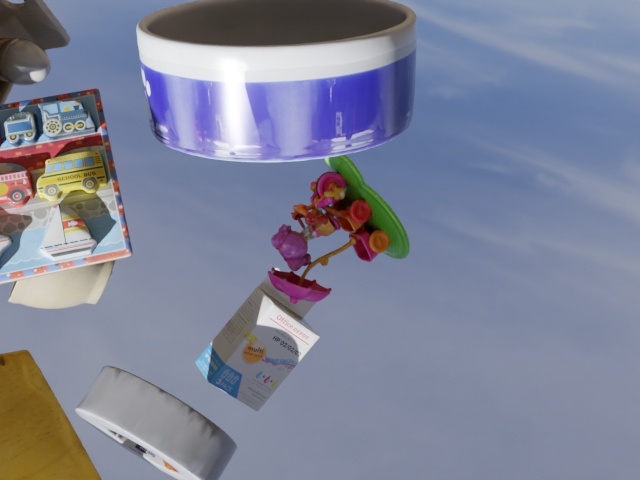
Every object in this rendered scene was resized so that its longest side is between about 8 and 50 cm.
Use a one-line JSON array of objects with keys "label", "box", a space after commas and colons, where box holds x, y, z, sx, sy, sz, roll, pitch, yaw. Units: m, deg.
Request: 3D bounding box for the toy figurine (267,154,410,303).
[{"label": "toy figurine", "box": [0.000, 0.000, 1.160, 0.159, 0.173, 0.130, -39, -157, -18]}]

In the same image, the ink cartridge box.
[{"label": "ink cartridge box", "box": [-0.078, 0.141, 1.345, 0.104, 0.181, 0.061, 38, -178, -36]}]

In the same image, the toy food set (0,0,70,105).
[{"label": "toy food set", "box": [-0.363, -0.138, 0.916, 0.092, 0.219, 0.306, 10, -112, 19]}]

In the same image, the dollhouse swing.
[{"label": "dollhouse swing", "box": [-0.506, 0.400, 1.420, 0.346, 0.305, 0.315, 55, -153, 17]}]

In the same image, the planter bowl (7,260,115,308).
[{"label": "planter bowl", "box": [-0.330, 0.022, 1.239, 0.109, 0.162, 0.162, 21, -157, -18]}]

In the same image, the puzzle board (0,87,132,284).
[{"label": "puzzle board", "box": [-0.169, -0.025, 0.479, 0.128, 0.011, 0.096, -12, -107, -10]}]

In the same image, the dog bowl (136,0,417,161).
[{"label": "dog bowl", "box": [-0.040, -0.166, 0.909, 0.265, 0.104, 0.265, -1, -155, 1]}]

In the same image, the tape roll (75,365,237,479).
[{"label": "tape roll", "box": [-0.226, 0.261, 1.294, 0.219, 0.219, 0.072, 22, -114, 24]}]
